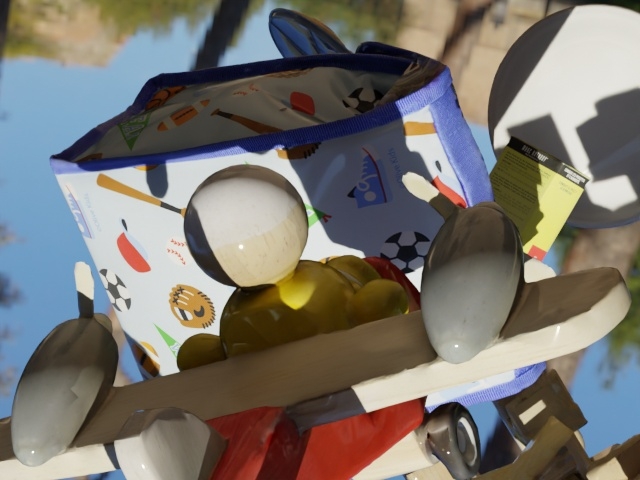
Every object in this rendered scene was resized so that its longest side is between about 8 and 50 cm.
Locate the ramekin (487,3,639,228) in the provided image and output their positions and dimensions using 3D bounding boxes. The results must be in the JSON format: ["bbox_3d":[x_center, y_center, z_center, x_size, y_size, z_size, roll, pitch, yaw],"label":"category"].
[{"bbox_3d":[0.351,-0.153,2.042,0.272,0.273,0.127,16,-171,18],"label":"ramekin"}]

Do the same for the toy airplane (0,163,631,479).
[{"bbox_3d":[-0.039,0.085,1.106,0.386,0.272,0.384,-17,-177,-19],"label":"toy airplane"}]

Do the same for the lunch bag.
[{"bbox_3d":[0.000,0.000,1.542,0.385,0.328,0.239,-5,-150,34],"label":"lunch bag"}]

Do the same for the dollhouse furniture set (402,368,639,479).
[{"bbox_3d":[0.333,0.270,1.696,0.394,0.256,0.362,-34,-163,-6],"label":"dollhouse furniture set"}]

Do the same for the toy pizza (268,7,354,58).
[{"bbox_3d":[0.022,-0.195,1.867,0.201,0.032,0.201,41,168,10],"label":"toy pizza"}]

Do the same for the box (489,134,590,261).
[{"bbox_3d":[0.183,0.012,1.718,0.058,0.232,0.087,26,-175,-44],"label":"box"}]
